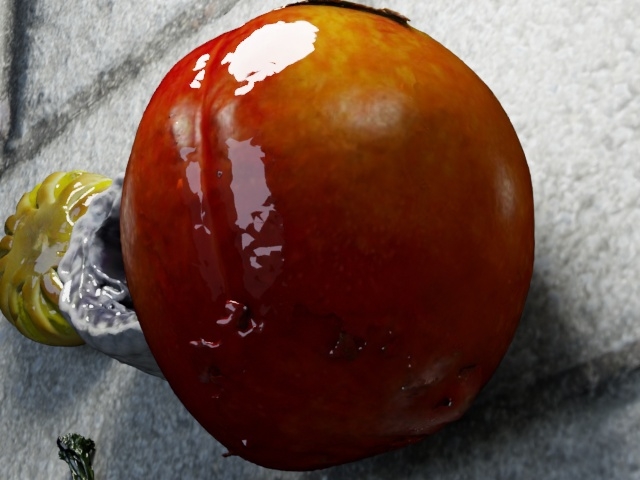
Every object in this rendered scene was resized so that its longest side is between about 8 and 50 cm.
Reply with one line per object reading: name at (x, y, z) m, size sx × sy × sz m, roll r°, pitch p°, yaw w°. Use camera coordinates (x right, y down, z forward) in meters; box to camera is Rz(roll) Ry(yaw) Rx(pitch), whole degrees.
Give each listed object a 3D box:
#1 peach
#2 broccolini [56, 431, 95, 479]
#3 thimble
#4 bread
peach at (0.000, 0.000, 1.011) m, size 0.370 × 0.370 × 0.370 m, roll -24°, pitch 54°, yaw 37°
broccolini at (-0.242, 0.293, 1.355) m, size 0.042 × 0.044 × 0.218 m, roll -35°, pitch 51°, yaw 9°
thimble at (-0.146, 0.038, 1.286) m, size 0.245 × 0.157 × 0.217 m, roll 32°, pitch 95°, yaw 49°
bread at (-0.301, 0.017, 1.474) m, size 0.213 × 0.105 × 0.213 m, roll -8°, pitch 71°, yaw 25°
